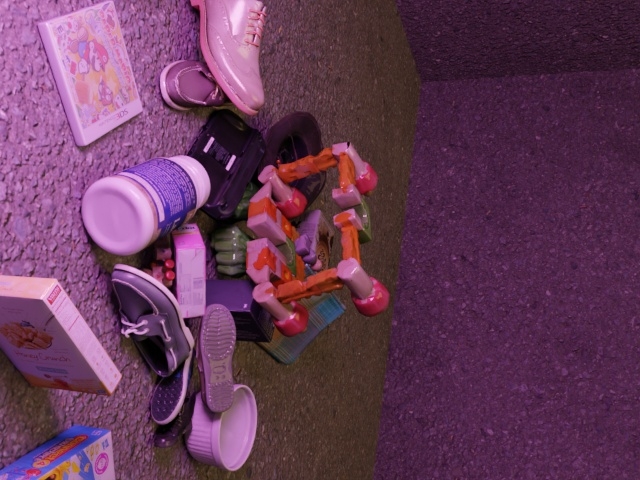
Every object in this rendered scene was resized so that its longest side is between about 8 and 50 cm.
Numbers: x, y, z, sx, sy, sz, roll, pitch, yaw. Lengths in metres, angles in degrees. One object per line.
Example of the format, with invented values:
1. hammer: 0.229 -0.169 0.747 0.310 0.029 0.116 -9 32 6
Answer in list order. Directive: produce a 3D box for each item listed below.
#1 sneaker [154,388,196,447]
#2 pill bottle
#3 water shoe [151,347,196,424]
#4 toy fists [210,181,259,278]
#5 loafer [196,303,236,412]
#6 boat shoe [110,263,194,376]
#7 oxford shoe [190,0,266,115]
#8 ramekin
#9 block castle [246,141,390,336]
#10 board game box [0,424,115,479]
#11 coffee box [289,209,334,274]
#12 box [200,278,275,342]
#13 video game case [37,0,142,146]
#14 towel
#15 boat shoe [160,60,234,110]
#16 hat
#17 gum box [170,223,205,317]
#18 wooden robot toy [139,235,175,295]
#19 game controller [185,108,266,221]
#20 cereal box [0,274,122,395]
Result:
1. sneaker: -0.331 0.403 1.590 0.170 0.051 0.089 -20 109 -73
2. pill bottle: -0.338 -0.082 1.394 0.265 0.153 0.153 -44 132 -61
3. water shoe: -0.321 0.324 1.577 0.080 0.073 0.203 67 31 -58
4. toy fists: -0.223 -0.041 1.795 0.142 0.096 0.279 34 57 -75
5. loafer: -0.257 0.275 1.631 0.094 0.087 0.251 7 78 -36
6. boat shoe: -0.352 0.172 1.428 0.319 0.116 0.099 74 35 -49
7. oxford shoe: -0.192 -0.486 1.609 0.140 0.147 0.397 -4 74 -66
8. ramekin: -0.249 0.459 1.722 0.207 0.109 0.207 0 90 -69
9. block castle: 0.000 0.000 1.729 0.213 0.303 0.453 51 29 -46
10. board game box: -0.468 0.519 1.172 0.302 0.086 0.308 -26 115 -68
11. coffee box: -0.052 0.069 2.211 0.168 0.119 0.297 54 42 -59
12. box: -0.209 0.177 1.747 0.158 0.156 0.093 65 32 -49
13. video game case: -0.428 -0.321 1.322 0.206 0.026 0.227 -57 142 -55
14. towel: -0.075 0.225 2.061 0.271 0.040 0.370 -44 148 -5
15. boat shoe: -0.263 -0.370 1.659 0.324 0.097 0.116 -25 115 -67
16. hat: -0.118 -0.216 2.009 0.331 0.134 0.331 -16 109 -55
17. gum box: -0.293 0.072 1.531 0.107 0.062 0.188 -124 -146 -55
18. wooden robot toy: -0.354 0.065 1.475 0.076 0.079 0.173 129 -44 -58
19. game controller: -0.240 -0.193 1.710 0.166 0.067 0.319 34 46 -14
20. cereal box: -0.442 0.152 1.104 0.047 0.173 0.240 -68 150 -42
